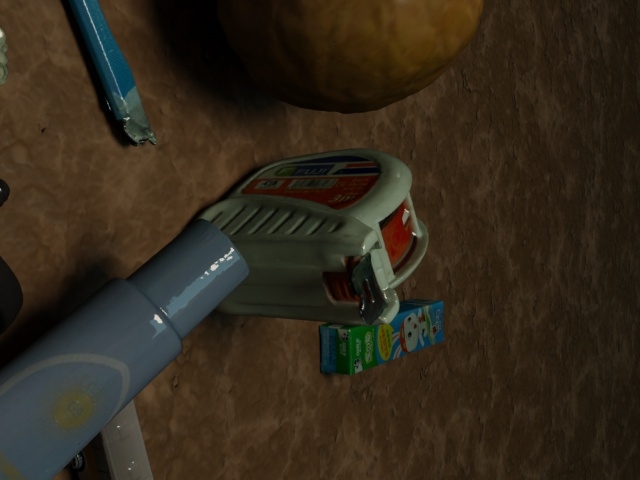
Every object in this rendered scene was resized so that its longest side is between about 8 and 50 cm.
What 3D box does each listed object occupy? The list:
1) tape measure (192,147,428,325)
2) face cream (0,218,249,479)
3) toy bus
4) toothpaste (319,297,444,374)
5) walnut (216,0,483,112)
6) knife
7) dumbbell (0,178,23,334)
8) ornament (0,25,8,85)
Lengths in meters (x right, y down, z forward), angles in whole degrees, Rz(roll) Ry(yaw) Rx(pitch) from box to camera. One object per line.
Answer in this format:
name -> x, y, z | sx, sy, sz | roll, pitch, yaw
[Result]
tape measure -> -0.001, 0.000, 1.117 | 0.246, 0.243, 0.125 | -45, 128, -46
face cream -> -0.217, 0.129, 0.860 | 0.385, 0.086, 0.136 | -43, 124, -19
toy bus -> -0.207, 0.160, 0.963 | 0.057, 0.072, 0.172 | -29, 114, -48
toothpaste -> 0.091, 0.130, 1.440 | 0.266, 0.050, 0.065 | -9, 101, -56
walnut -> 0.035, -0.311, 1.074 | 0.398, 0.307, 0.354 | -110, -168, -83
knife -> -0.219, -0.217, 0.977 | 0.044, 0.026, 0.297 | -49, 127, -49
dumbbell -> -0.315, 0.074, 0.727 | 0.143, 0.143, 0.326 | 60, 45, -39
ornament -> -0.305, -0.228, 0.756 | 0.130, 0.120, 0.285 | -22, 108, -53
